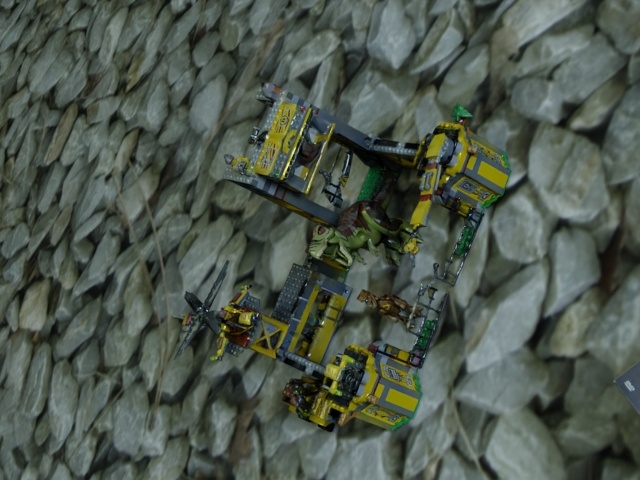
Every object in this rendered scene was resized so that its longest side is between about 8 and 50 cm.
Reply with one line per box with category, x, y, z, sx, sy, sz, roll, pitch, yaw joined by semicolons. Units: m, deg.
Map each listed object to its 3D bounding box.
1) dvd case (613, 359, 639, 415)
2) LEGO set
dvd case;0.316;0.090;0.799;0.221;0.018;0.164;-43;74;26
LEGO set;0.000;0.000;1.177;0.255;0.192;0.331;29;93;55
